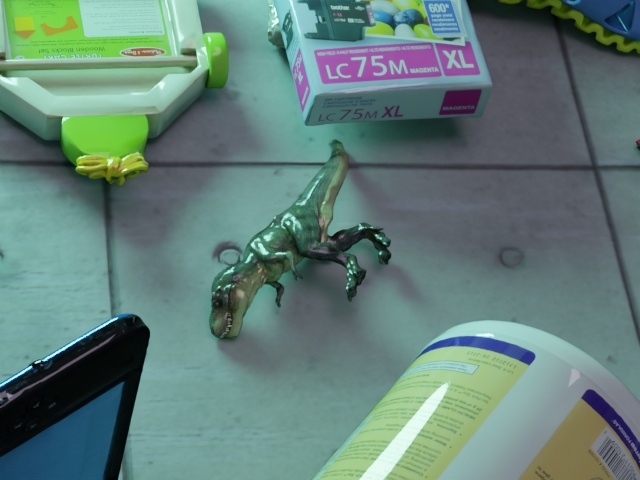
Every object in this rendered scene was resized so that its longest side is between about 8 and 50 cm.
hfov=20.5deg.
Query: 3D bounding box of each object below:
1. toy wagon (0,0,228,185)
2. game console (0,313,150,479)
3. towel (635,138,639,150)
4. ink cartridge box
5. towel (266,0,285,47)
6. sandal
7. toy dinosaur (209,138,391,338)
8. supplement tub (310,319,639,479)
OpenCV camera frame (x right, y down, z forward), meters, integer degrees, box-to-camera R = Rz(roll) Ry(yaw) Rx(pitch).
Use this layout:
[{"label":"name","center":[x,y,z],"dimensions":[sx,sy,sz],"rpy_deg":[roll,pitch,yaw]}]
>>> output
[{"label":"toy wagon","center":[-0.228,-0.184,1.734],"dimensions":[0.267,0.068,0.344],"rpy_deg":[-3,56,-14]},{"label":"game console","center":[-0.199,0.235,1.298],"dimensions":[0.250,0.293,0.173],"rpy_deg":[-31,68,-30]},{"label":"towel","center":[0.479,-0.044,1.814],"dimensions":[0.199,0.031,0.275],"rpy_deg":[-25,63,-28]},{"label":"ink cartridge box","center":[0.046,-0.258,1.798],"dimensions":[0.186,0.065,0.311],"rpy_deg":[-4,56,-15]},{"label":"towel","center":[0.036,-0.304,1.892],"dimensions":[0.187,0.049,0.282],"rpy_deg":[7,55,-7]},{"label":"sandal","center":[0.297,-0.295,1.877],"dimensions":[0.317,0.138,0.126],"rpy_deg":[13,54,-15]},{"label":"toy dinosaur","center":[0.000,0.000,1.659],"dimensions":[0.118,0.064,0.268],"rpy_deg":[26,50,15]},{"label":"supplement tub","center":[0.097,0.247,1.388],"dimensions":[0.241,0.241,0.331],"rpy_deg":[35,55,13]}]
